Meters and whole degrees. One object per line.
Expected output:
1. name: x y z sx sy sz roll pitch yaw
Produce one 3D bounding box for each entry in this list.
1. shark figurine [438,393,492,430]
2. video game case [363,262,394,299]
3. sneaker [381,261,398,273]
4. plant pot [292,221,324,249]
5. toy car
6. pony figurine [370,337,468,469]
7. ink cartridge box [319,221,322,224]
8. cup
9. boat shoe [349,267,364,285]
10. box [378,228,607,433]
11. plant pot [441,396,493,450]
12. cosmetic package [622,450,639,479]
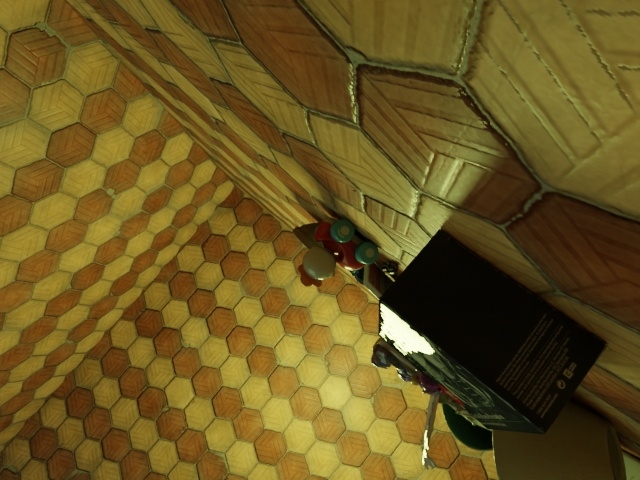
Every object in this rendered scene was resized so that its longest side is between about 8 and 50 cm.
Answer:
1. shark figurine: 0.497 0.523 1.280 0.166 0.116 0.278 45 160 -22
2. video game case: 0.270 0.206 1.555 0.285 0.025 0.204 44 -159 -12
3. sneaker: 0.239 0.093 1.347 0.043 0.040 0.109 25 -179 -9
4. plant pot: 0.000 0.000 1.747 0.237 0.110 0.237 43 -176 -4
5. toy car: 0.031 0.068 1.358 0.210 0.238 0.219 42 169 -14
6. pony figurine: 0.317 0.376 1.128 0.363 0.303 0.351 37 -149 13
7. ink cartridge box: 0.085 0.002 1.561 0.171 0.056 0.235 42 177 -15
8. cup: 0.633 0.554 1.062 0.236 0.331 0.331 -18 131 40
9. boat shoe: 0.157 0.118 1.740 0.258 0.109 0.089 32 167 48
10. box: 0.286 0.194 0.804 0.312 0.179 0.343 39 167 21
11. plant pot: 0.613 0.574 1.410 0.235 0.293 0.293 23 -176 -31
12. cosmetic package: 0.909 0.827 1.041 0.327 0.329 0.394 40 176 2
